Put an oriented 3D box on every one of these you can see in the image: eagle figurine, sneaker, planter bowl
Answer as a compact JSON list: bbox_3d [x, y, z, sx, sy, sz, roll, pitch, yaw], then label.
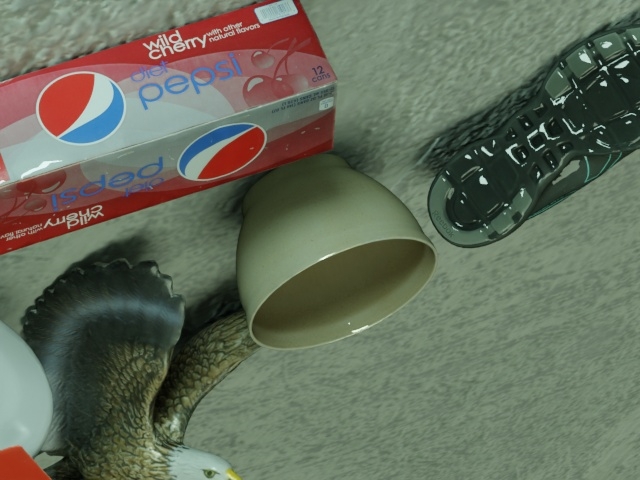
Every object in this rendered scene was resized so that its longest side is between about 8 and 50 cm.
[{"bbox_3d":[-0.145,0.149,1.685,0.225,0.298,0.226,12,-173,0],"label":"eagle figurine"},{"bbox_3d":[0.205,-0.093,1.634,0.267,0.101,0.106,-33,175,15],"label":"sneaker"},{"bbox_3d":[0.000,0.000,1.582,0.162,0.109,0.162,-19,154,-10],"label":"planter bowl"}]

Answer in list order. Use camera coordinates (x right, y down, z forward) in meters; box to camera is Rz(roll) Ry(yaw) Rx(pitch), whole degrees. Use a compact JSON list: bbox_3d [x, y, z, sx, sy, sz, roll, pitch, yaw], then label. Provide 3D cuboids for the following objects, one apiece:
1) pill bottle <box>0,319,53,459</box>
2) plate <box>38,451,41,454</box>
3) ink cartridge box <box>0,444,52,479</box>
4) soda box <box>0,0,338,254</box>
[{"bbox_3d":[-0.343,0.185,1.575,0.160,0.160,0.283,-1,146,-40],"label":"pill bottle"},{"bbox_3d":[-0.283,0.168,1.755,0.188,0.024,0.188,-21,154,-11],"label":"plate"},{"bbox_3d":[-0.298,0.248,1.492,0.232,0.066,0.189,-15,146,9],"label":"ink cartridge box"},{"bbox_3d":[-0.124,-0.079,1.355,0.263,0.083,0.092,-18,153,-13],"label":"soda box"}]
